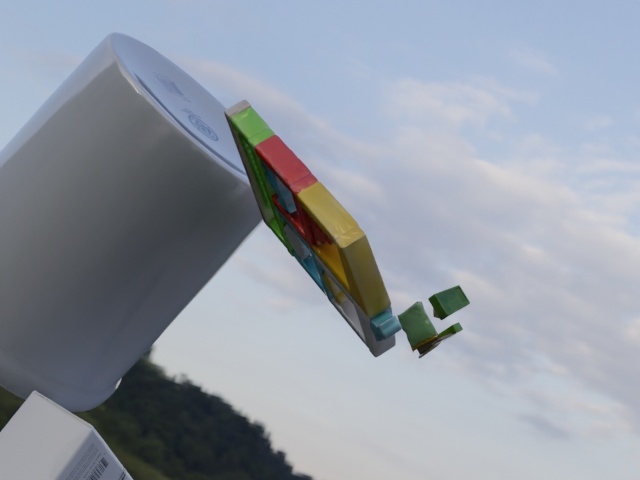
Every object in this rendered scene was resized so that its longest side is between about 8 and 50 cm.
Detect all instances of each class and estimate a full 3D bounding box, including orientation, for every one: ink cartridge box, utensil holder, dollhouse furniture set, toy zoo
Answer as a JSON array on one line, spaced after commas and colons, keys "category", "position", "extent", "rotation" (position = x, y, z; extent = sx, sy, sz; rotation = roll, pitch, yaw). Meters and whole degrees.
[{"category": "ink cartridge box", "position": [-0.326, 0.316, 1.363], "extent": [0.100, 0.172, 0.237], "rotation": [26, -25, 22]}, {"category": "utensil holder", "position": [-0.278, -0.024, 1.456], "extent": [0.327, 0.385, 0.327], "rotation": [42, 13, -12]}, {"category": "dollhouse furniture set", "position": [0.156, 0.124, 1.683], "extent": [0.058, 0.076, 0.151], "rotation": [-19, -15, -41]}, {"category": "toy zoo", "position": [0.000, 0.000, 1.188], "extent": [0.293, 0.030, 0.192], "rotation": [49, -15, 39]}]
